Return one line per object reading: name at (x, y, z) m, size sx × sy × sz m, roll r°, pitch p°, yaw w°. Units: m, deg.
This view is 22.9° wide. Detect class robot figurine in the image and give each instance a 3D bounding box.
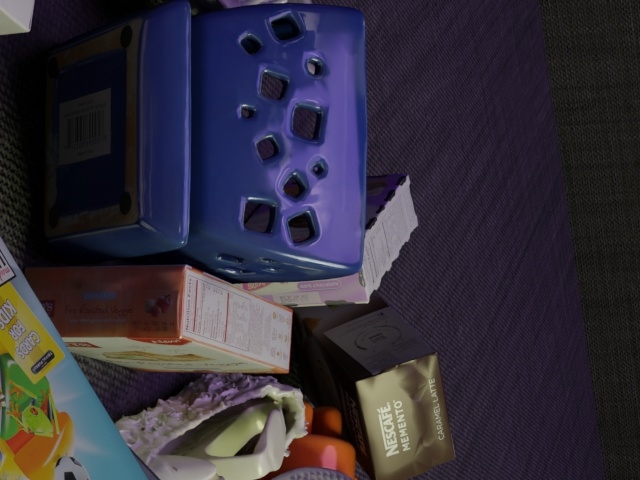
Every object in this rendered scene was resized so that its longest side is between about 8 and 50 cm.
robot figurine at (-0.028, 0.287, 1.714) m, size 0.158 × 0.128 × 0.219 m, roll 54°, pitch 38°, yaw -71°

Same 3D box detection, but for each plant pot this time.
plant pot at (-0.110, -0.083, 1.362) m, size 0.212 × 0.236 × 0.236 m, roll 4°, pitch 84°, yaw -36°

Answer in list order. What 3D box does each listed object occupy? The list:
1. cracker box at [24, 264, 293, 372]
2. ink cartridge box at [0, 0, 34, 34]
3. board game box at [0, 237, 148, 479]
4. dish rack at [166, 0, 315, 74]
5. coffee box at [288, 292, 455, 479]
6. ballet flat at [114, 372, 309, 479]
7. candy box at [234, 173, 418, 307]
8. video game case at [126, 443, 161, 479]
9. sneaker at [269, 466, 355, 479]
cracker box at (-0.140, 0.074, 1.404) m, size 0.232 × 0.155 × 0.067 m, roll 30°, pitch 62°, yaw -65°
ink cartridge box at (-0.292, -0.184, 0.991) m, size 0.139 × 0.190 × 0.082 m, roll 42°, pitch 50°, yaw -61°
board game box at (-0.235, 0.172, 1.087) m, size 0.336 × 0.079 × 0.254 m, roll 59°, pitch 27°, yaw -6°
dish rack at (-0.105, -0.306, 1.562) m, size 0.333 × 0.072 × 0.286 m, roll 26°, pitch 46°, yaw -66°
coffee box at (0.053, 0.153, 1.792) m, size 0.246 × 0.098 × 0.141 m, roll -136°, pitch -149°, yaw -63°
ballet flat at (-0.123, 0.215, 1.471) m, size 0.409 × 0.147 × 0.147 m, roll -40°, pitch 125°, yaw -62°
candy box at (0.000, 0.000, 1.751) m, size 0.196 × 0.164 × 0.070 m, roll -53°, pitch 135°, yaw -57°
video game case at (-0.222, 0.222, 1.220) m, size 0.196 × 0.026 × 0.274 m, roll 47°, pitch 29°, yaw -4°
sneaker at (-0.081, 0.335, 1.541) m, size 0.366 × 0.150 × 0.135 m, roll -20°, pitch 73°, yaw -52°
